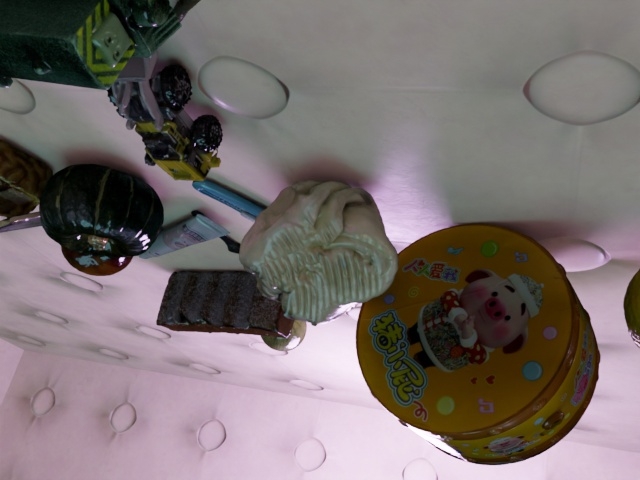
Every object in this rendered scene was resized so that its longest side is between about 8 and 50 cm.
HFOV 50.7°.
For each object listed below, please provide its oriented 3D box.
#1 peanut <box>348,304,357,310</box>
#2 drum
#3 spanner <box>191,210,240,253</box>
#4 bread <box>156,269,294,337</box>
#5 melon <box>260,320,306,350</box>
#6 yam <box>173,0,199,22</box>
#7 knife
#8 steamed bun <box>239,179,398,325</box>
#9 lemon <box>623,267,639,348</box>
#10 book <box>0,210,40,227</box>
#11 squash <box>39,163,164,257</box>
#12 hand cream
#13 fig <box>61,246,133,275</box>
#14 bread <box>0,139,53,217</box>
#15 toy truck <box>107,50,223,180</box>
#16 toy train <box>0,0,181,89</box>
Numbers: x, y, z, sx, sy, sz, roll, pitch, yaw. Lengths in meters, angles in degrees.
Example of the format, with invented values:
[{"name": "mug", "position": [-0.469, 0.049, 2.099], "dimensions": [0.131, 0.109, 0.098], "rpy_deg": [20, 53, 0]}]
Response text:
[{"name": "peanut", "position": [0.028, 0.090, 1.549], "dimensions": [0.124, 0.123, 0.256], "rpy_deg": [2, 151, 25]}, {"name": "drum", "position": [0.290, 0.190, 1.275], "dimensions": [0.431, 0.430, 0.214], "rpy_deg": [-2, 152, 31]}, {"name": "spanner", "position": [-0.241, -0.016, 1.595], "dimensions": [0.046, 0.012, 0.208], "rpy_deg": [1, 153, 29]}, {"name": "bread", "position": [-0.252, 0.170, 1.827], "dimensions": [0.417, 0.165, 0.113], "rpy_deg": [-2, 157, 30]}, {"name": "melon", "position": [-0.109, 0.253, 1.961], "dimensions": [0.139, 0.139, 0.192], "rpy_deg": [15, 154, -2]}, {"name": "yam", "position": [-0.143, -0.329, 0.843], "dimensions": [0.027, 0.029, 0.234], "rpy_deg": [50, 148, -10]}, {"name": "knife", "position": [-0.171, -0.071, 1.412], "dimensions": [0.222, 0.031, 0.064], "rpy_deg": [28, 156, -29]}, {"name": "steamed bun", "position": [0.000, 0.000, 1.293], "dimensions": [0.268, 0.207, 0.280], "rpy_deg": [37, 117, -27]}, {"name": "lemon", "position": [0.647, 0.113, 1.117], "dimensions": [0.245, 0.245, 0.320], "rpy_deg": [23, 156, -19]}, {"name": "book", "position": [-0.645, -0.052, 1.559], "dimensions": [0.158, 0.026, 0.231], "rpy_deg": [-12, -178, 40]}, {"name": "squash", "position": [-0.461, -0.058, 1.431], "dimensions": [0.252, 0.165, 0.252], "rpy_deg": [10, 158, 4]}, {"name": "hand cream", "position": [-0.342, -0.011, 1.618], "dimensions": [0.331, 0.058, 0.085], "rpy_deg": [-18, 134, 44]}, {"name": "fig", "position": [-0.533, 0.019, 1.698], "dimensions": [0.170, 0.145, 0.274], "rpy_deg": [-9, 172, 2]}, {"name": "bread", "position": [-0.699, -0.134, 1.481], "dimensions": [0.222, 0.096, 0.181], "rpy_deg": [-14, 145, 43]}, {"name": "toy truck", "position": [-0.261, -0.201, 1.081], "dimensions": [0.136, 0.111, 0.286], "rpy_deg": [4, 152, 25]}, {"name": "toy train", "position": [-0.349, -0.276, 0.851], "dimensions": [0.331, 0.178, 0.138], "rpy_deg": [12, 152, 22]}]
